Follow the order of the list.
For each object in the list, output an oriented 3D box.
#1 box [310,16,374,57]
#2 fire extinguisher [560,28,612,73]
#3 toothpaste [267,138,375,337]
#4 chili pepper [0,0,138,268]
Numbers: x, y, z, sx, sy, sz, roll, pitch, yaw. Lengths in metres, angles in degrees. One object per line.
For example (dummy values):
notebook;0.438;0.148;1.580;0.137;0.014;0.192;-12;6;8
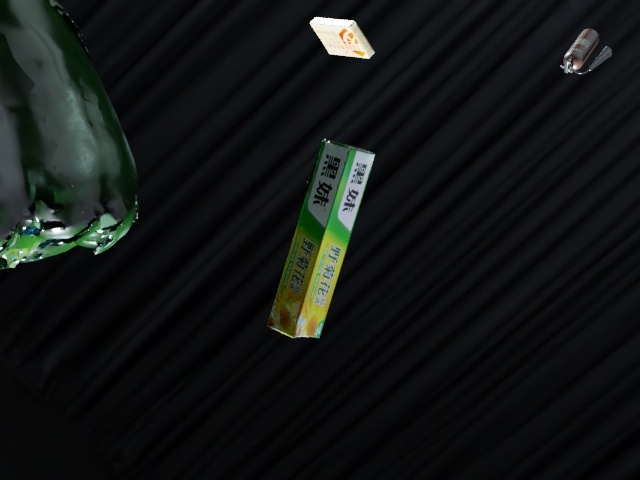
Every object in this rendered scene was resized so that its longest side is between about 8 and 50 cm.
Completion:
box;0.030;-0.283;1.803;0.093;0.015;0.058;18;150;51
fire extinguisher;0.324;-0.222;1.576;0.046;0.032;0.100;38;-134;1
toothpaste;0.000;0.000;1.163;0.037;0.178;0.043;22;-172;39
chili pepper;-0.294;-0.093;1.165;0.249;0.233;0.256;-14;-96;-39
